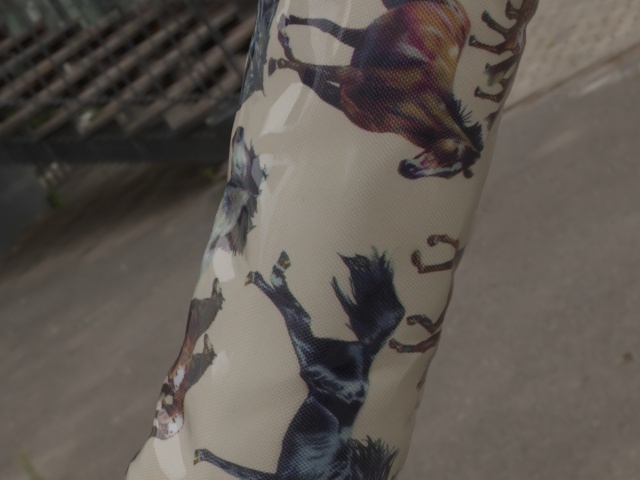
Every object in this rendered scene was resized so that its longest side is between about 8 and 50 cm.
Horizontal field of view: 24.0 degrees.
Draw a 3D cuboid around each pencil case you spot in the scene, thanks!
[{"bbox_3d":[0.000,0.000,0.878,0.160,0.410,0.183,8,16,-23],"label":"pencil case"}]
